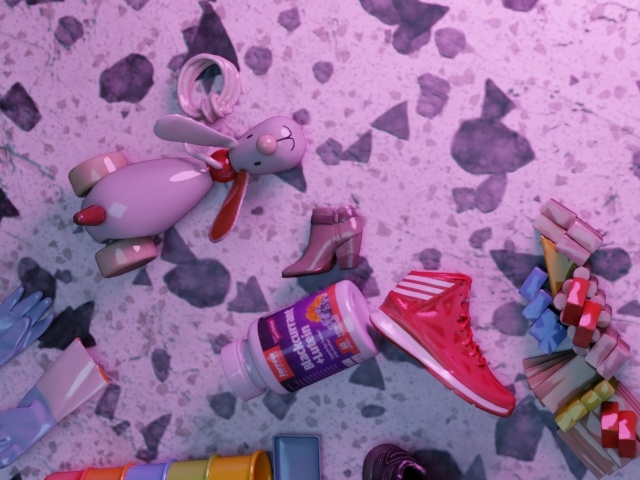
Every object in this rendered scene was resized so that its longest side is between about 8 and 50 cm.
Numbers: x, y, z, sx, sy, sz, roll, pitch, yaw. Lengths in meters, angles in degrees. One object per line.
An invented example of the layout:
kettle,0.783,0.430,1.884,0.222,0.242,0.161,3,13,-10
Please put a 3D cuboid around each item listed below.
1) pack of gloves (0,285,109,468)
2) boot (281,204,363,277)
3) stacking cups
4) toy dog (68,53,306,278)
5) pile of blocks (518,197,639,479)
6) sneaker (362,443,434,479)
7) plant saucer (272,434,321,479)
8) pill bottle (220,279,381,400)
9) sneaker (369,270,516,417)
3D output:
pack of gloves,-0.426,0.192,1.998,0.232,0.046,0.195,-39,74,10
boot,0.000,0.000,1.878,0.118,0.042,0.087,-9,86,12
stacking cups,-0.227,0.333,1.930,0.316,0.096,0.096,-3,94,15
toy dog,-0.197,-0.077,1.851,0.333,0.161,0.220,-44,85,13
pile of blocks,0.314,0.129,1.776,0.149,0.112,0.362,-17,90,14
sneaker,0.110,0.384,1.832,0.087,0.130,0.227,-3,94,-20
plant saucer,-0.028,0.356,1.922,0.067,0.018,0.192,-1,95,13
pill bottle,-0.028,0.136,1.857,0.193,0.108,0.108,-25,89,14
sneaker,0.183,0.120,1.821,0.221,0.087,0.128,36,94,-3
